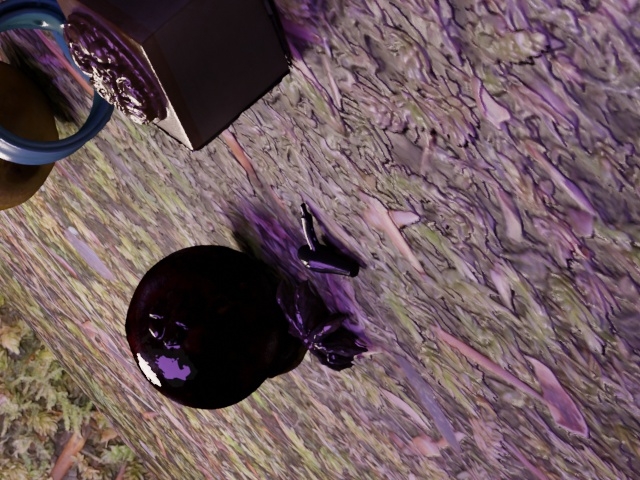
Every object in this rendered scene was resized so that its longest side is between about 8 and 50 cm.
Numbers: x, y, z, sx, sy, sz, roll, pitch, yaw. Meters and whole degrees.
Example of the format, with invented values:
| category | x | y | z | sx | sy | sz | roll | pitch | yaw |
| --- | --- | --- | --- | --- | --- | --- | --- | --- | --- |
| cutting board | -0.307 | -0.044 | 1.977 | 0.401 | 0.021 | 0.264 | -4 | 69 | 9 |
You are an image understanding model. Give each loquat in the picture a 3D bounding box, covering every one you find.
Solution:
| category | x | y | z | sx | sy | sz | roll | pitch | yaw |
| --- | --- | --- | --- | --- | --- | --- | --- | --- | --- |
| loquat | -0.450 | -0.133 | 2.285 | 0.213 | 0.213 | 0.213 | 43 | 162 | 17 |

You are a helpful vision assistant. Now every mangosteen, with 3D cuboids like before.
| category | x | y | z | sx | sy | sz | roll | pitch | yaw |
| --- | --- | --- | --- | --- | --- | --- | --- | --- | --- |
| mangosteen | -0.131 | 0.104 | 2.049 | 0.210 | 0.210 | 0.210 | 43 | 162 | 17 |

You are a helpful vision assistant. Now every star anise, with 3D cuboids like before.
| category | x | y | z | sx | sy | sz | roll | pitch | yaw |
| --- | --- | --- | --- | --- | --- | --- | --- | --- | --- |
| star anise | -0.006 | 0.101 | 1.973 | 0.141 | 0.042 | 0.141 | 44 | 161 | 19 |

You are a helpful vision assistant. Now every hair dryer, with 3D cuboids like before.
| category | x | y | z | sx | sy | sz | roll | pitch | yaw |
| --- | --- | --- | --- | --- | --- | --- | --- | --- | --- |
| hair dryer | 0.000 | 0.000 | 1.774 | 0.079 | 0.031 | 0.083 | 16 | 137 | 43 |

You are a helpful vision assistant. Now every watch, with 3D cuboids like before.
| category | x | y | z | sx | sy | sz | roll | pitch | yaw |
| --- | --- | --- | --- | --- | --- | --- | --- | --- | --- |
| watch | -0.296 | -0.185 | 1.811 | 0.211 | 0.193 | 0.211 | 41 | 161 | 17 |

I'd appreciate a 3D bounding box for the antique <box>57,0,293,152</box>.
| category | x | y | z | sx | sy | sz | roll | pitch | yaw |
| --- | --- | --- | --- | --- | --- | --- | --- | --- | --- |
| antique | -0.134 | -0.182 | 1.494 | 0.147 | 0.148 | 0.152 | 34 | 160 | 36 |
